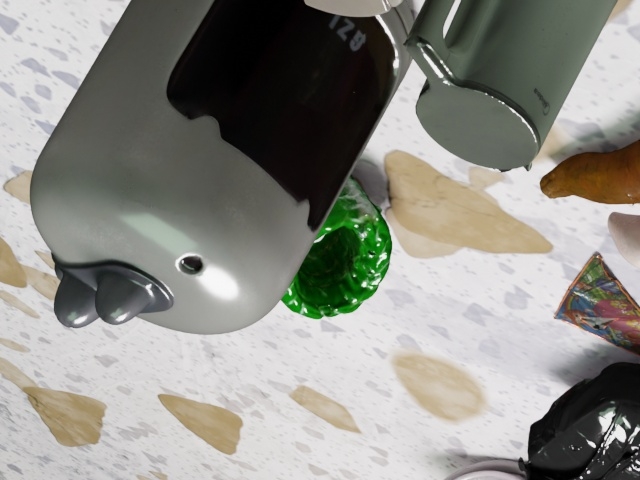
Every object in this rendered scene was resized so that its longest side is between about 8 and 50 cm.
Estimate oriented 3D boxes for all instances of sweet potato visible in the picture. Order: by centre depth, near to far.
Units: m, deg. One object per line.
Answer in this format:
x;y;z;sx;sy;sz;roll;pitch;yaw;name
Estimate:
0.250;-0.058;1.258;0.057;0.057;0.264;38;150;-20;sweet potato

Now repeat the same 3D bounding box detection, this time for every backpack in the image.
0.275;0.176;1.607;0.120;0.106;0.165;25;135;-17;backpack

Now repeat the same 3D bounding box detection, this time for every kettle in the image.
0.127;-0.135;1.130;0.098;0.148;0.127;20;152;17;kettle

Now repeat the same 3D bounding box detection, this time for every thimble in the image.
0.000;0.000;1.519;0.118;0.090;0.130;0;130;-31;thimble

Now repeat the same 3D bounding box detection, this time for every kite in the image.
0.271;0.072;1.523;0.159;0.010;0.190;-3;141;45;kite

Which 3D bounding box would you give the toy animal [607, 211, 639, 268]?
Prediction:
0.315;0.039;1.307;0.212;0.124;0.124;23;153;1;toy animal

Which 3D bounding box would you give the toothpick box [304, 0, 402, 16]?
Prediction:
0.037;-0.232;1.003;0.111;0.181;0.111;21;153;11;toothpick box

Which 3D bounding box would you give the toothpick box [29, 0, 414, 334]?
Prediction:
-0.089;-0.069;1.261;0.229;0.316;0.229;22;154;12;toothpick box

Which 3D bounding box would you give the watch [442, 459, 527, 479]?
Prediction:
0.187;0.355;1.848;0.231;0.244;0.196;-5;140;36;watch
